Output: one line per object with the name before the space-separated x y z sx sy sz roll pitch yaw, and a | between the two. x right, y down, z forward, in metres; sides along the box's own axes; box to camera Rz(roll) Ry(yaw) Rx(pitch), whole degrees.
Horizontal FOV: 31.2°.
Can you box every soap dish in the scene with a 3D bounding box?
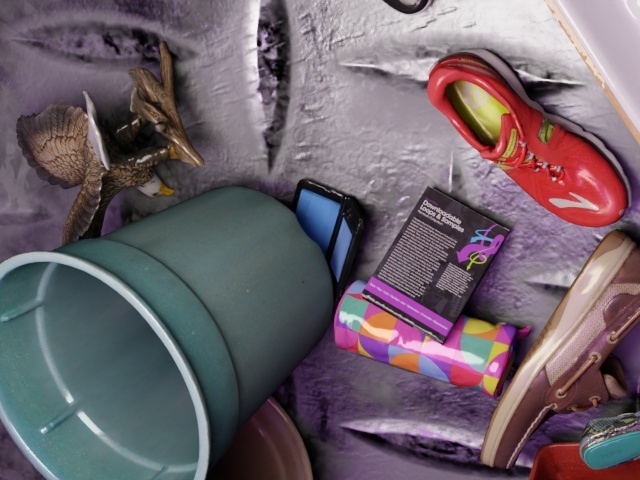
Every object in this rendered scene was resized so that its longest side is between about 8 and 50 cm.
soap dish | 0.367 -0.264 1.190 0.229 0.118 0.291 -32 93 29

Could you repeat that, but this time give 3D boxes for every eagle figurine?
eagle figurine | -0.290 -0.085 1.506 0.298 0.226 0.225 -29 115 24

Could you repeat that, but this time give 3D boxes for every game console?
game console | 0.000 0.000 1.470 0.071 0.107 0.122 8 116 -16

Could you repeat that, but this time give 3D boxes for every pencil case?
pencil case | 0.136 0.122 1.441 0.236 0.104 0.104 16 113 16

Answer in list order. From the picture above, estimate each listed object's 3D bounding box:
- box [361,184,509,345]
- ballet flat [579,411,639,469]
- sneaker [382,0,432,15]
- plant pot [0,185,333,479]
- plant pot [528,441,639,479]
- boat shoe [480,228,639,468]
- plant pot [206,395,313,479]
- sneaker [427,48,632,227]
box | 0.140 0.029 1.394 0.116 0.029 0.162 31 82 12
ballet flat | 0.395 0.217 1.347 0.188 0.070 0.070 -15 101 17
sneaker | 0.040 -0.343 1.304 0.079 0.121 0.217 -31 93 30
plant pot | -0.173 0.105 1.386 0.341 0.334 0.341 16 122 28
plant pot | 0.388 0.410 1.337 0.267 0.267 0.236 -9 121 30
boat shoe | 0.308 0.155 1.364 0.123 0.123 0.342 32 111 12
plant pot | -0.216 0.362 1.583 0.323 0.323 0.280 48 135 2
sneaker | 0.227 -0.103 1.306 0.279 0.118 0.107 40 119 7
